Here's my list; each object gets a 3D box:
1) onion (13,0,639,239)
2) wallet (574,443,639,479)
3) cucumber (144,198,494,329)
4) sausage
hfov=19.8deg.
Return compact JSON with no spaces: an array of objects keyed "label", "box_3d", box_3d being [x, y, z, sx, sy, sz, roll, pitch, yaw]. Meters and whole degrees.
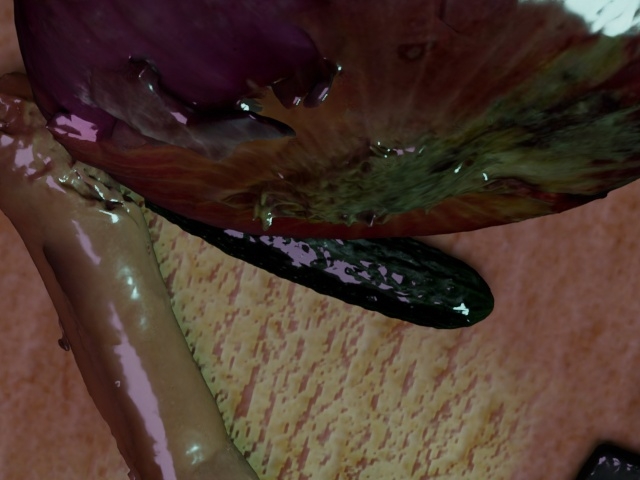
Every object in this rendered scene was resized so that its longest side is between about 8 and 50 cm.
[{"label":"onion","box_3d":[0.025,-0.144,0.859,0.347,0.347,0.285,-6,68,2]},{"label":"wallet","box_3d":[0.245,0.217,1.105,0.244,0.025,0.124,24,107,-9]},{"label":"cucumber","box_3d":[0.000,0.000,1.017,0.214,0.052,0.058,25,80,-11]},{"label":"sausage","box_3d":[-0.113,0.045,1.021,0.078,0.078,0.304,-22,107,8]}]
